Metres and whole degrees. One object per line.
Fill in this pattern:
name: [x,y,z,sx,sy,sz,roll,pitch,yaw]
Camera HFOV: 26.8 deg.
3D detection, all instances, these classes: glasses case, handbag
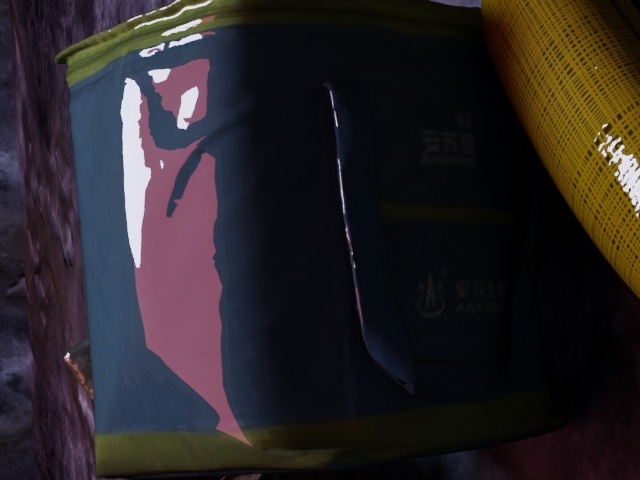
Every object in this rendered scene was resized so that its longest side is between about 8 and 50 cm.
glasses case: [0.135,-0.059,0.629,0.234,0.064,0.079,-112,33,-40]
handbag: [0.000,0.000,0.734,0.222,0.263,0.241,-10,85,47]

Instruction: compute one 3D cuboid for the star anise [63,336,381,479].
star anise: [-0.038,0.168,0.935,0.332,0.117,0.332,45,176,4]
